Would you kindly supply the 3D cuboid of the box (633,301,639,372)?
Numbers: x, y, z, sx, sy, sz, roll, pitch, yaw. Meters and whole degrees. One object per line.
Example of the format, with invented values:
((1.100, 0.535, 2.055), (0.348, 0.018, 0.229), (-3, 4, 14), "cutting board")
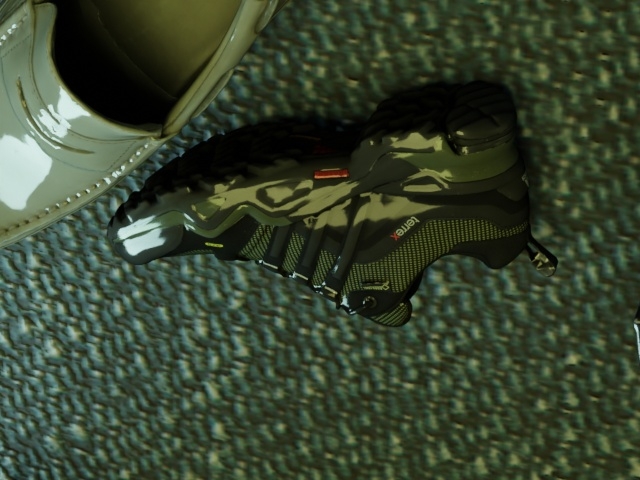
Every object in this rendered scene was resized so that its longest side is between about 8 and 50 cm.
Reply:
((0.209, 0.047, 0.797), (0.108, 0.207, 0.153), (-1, 119, 20), "box")

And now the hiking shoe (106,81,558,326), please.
((0.000, 0.000, 0.921), (0.227, 0.086, 0.114), (-11, 111, 25), "hiking shoe")

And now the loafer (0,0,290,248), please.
((-0.108, -0.090, 0.893), (0.112, 0.111, 0.319), (43, 124, -7), "loafer")
